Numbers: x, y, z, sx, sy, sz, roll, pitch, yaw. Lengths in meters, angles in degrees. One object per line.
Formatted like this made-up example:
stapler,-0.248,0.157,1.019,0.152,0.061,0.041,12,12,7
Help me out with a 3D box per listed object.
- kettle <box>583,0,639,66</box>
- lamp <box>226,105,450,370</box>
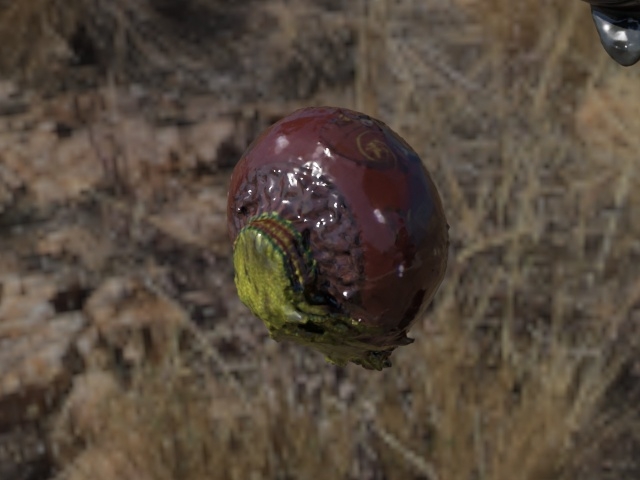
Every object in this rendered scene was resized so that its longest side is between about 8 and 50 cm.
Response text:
kettle,0.190,-0.188,0.805,0.232,0.202,0.144,-17,27,-41
lamp,0.002,-0.003,1.163,0.135,0.156,0.157,-20,56,-38
